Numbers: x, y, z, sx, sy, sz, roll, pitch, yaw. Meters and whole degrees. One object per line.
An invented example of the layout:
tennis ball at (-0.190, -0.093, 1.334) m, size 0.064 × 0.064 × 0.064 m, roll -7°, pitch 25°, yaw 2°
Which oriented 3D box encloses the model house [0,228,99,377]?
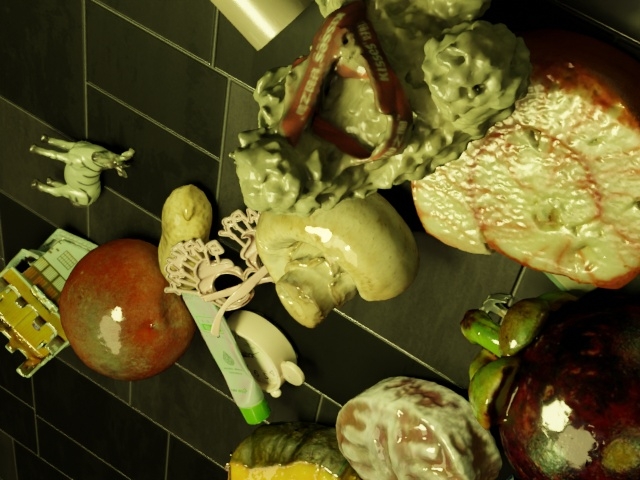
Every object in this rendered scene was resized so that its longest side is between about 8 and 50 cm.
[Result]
model house at (-0.524, 0.114, 2.408) m, size 0.198 × 0.215 × 0.224 m, roll 48°, pitch 145°, yaw -4°

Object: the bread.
bread at (0.272, -0.096, 1.498) m, size 0.327 × 0.114 × 0.295 m, roll 19°, pitch 128°, yaw 23°

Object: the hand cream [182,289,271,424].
hand cream at (-0.161, 0.199, 2.213) m, size 0.079 × 0.050 × 0.275 m, roll -15°, pitch 115°, yaw 22°

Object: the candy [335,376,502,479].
candy at (0.158, 0.329, 2.049) m, size 0.289 × 0.157 × 0.214 m, roll 7°, pitch 118°, yaw 48°

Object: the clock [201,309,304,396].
clock at (-0.114, 0.196, 2.247) m, size 0.229 × 0.063 × 0.155 m, roll 21°, pitch 142°, yaw 33°

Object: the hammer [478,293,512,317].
hammer at (0.313, 0.136, 1.822) m, size 0.182 × 0.017 × 0.062 m, roll 35°, pitch 144°, yaw 7°

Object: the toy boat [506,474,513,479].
toy boat at (0.421, 0.499, 2.064) m, size 0.291 × 0.070 × 0.210 m, roll 13°, pitch 131°, yaw 39°

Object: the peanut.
peanut at (-0.226, -0.006, 2.108) m, size 0.099 × 0.099 × 0.214 m, roll 28°, pitch 143°, yaw 18°

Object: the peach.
peach at (-0.338, 0.128, 2.235) m, size 0.252 × 0.252 × 0.252 m, roll 25°, pitch 141°, yaw 22°

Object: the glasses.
glasses at (-0.150, 0.049, 2.046) m, size 0.255 × 0.095 × 0.162 m, roll -31°, pitch 109°, yaw 25°

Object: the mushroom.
mushroom at (0.000, 0.000, 1.810) m, size 0.253 × 0.195 × 0.189 m, roll 0°, pitch 130°, yaw 48°

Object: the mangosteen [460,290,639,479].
mangosteen at (0.348, 0.199, 1.625) m, size 0.311 × 0.311 × 0.311 m, roll 25°, pitch 141°, yaw 22°

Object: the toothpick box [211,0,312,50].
toothpick box at (-0.103, -0.345, 1.623) m, size 0.181 × 0.111 × 0.111 m, roll 48°, pitch 144°, yaw -10°

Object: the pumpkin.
pumpkin at (-0.018, 0.459, 2.270) m, size 0.225 × 0.256 × 0.303 m, roll 14°, pitch 162°, yaw 27°

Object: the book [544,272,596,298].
book at (0.291, -0.058, 1.628) m, size 0.283 × 0.025 × 0.215 m, roll 45°, pitch 144°, yaw -4°

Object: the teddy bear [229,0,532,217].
teddy bear at (0.053, -0.235, 1.414) m, size 0.357 × 0.224 × 0.367 m, roll -27°, pitch 68°, yaw 29°

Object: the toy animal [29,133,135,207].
toy animal at (-0.409, -0.118, 2.186) m, size 0.176 × 0.073 × 0.217 m, roll 21°, pitch 146°, yaw 3°
